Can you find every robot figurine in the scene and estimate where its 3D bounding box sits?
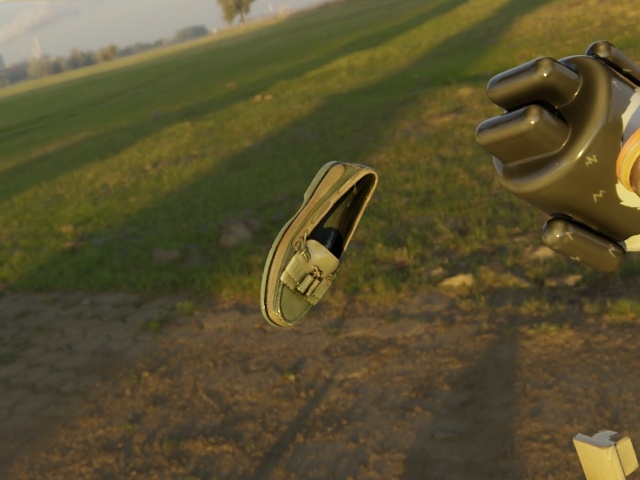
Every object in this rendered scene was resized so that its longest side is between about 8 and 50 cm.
[{"bbox_3d":[0.309,-0.097,0.954,0.278,0.209,0.174,26,20,-25],"label":"robot figurine"}]

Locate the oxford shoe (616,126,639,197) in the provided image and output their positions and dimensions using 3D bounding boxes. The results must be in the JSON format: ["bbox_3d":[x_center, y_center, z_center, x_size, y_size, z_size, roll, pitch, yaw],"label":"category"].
[{"bbox_3d":[0.429,-0.066,0.681,0.363,0.130,0.133,-9,51,11],"label":"oxford shoe"}]

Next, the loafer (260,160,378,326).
[{"bbox_3d":[0.000,0.000,1.220,0.084,0.096,0.268,2,62,47],"label":"loafer"}]

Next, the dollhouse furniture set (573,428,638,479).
[{"bbox_3d":[0.319,0.369,0.676,0.173,0.356,0.303,-27,12,-23],"label":"dollhouse furniture set"}]
